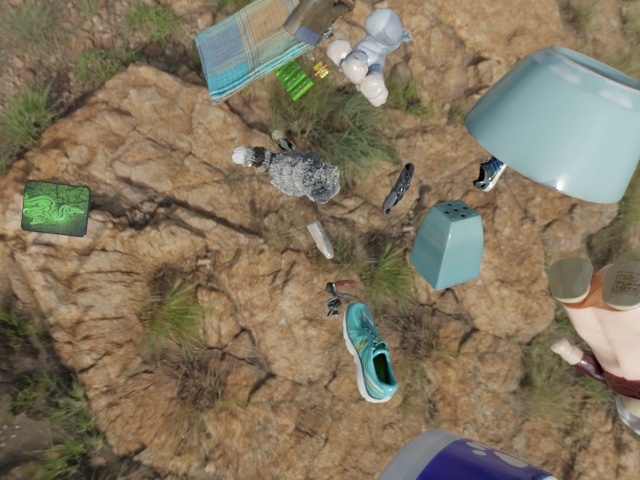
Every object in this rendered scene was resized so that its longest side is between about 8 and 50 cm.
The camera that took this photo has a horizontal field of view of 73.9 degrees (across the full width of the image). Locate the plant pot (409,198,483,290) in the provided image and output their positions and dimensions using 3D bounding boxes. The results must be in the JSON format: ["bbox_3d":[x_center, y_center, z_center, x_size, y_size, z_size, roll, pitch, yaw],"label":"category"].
[{"bbox_3d":[0.404,0.002,1.337,0.166,0.234,0.165,-14,40,-17],"label":"plant pot"}]

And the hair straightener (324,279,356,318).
[{"bbox_3d":[0.047,0.135,0.965,0.047,0.230,0.088,1,86,11],"label":"hair straightener"}]

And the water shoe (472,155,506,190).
[{"bbox_3d":[0.681,-0.295,1.690,0.080,0.073,0.203,19,104,-13],"label":"water shoe"}]

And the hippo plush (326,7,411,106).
[{"bbox_3d":[0.187,-0.588,1.353,0.236,0.294,0.234,-43,85,16],"label":"hippo plush"}]

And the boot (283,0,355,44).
[{"bbox_3d":[-0.006,-0.400,0.738,0.082,0.219,0.106,44,111,-6],"label":"boot"}]

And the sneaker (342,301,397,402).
[{"bbox_3d":[0.141,0.285,1.136,0.107,0.110,0.275,-2,58,-27],"label":"sneaker"}]

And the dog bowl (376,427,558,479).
[{"bbox_3d":[0.118,0.312,0.361,0.265,0.104,0.264,-5,97,-46],"label":"dog bowl"}]

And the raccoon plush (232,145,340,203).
[{"bbox_3d":[-0.131,-0.265,1.777,0.447,0.299,0.215,0,108,-19],"label":"raccoon plush"}]

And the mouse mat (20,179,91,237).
[{"bbox_3d":[-0.778,-0.093,1.250,0.190,0.007,0.152,7,92,-3],"label":"mouse mat"}]

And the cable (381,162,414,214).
[{"bbox_3d":[0.260,-0.173,1.395,0.047,0.184,0.150,30,28,4],"label":"cable"}]

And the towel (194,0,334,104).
[{"bbox_3d":[-0.166,-0.552,1.146,0.371,0.040,0.271,-25,64,14],"label":"towel"}]

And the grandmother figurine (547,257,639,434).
[{"bbox_3d":[0.447,0.168,0.601,0.104,0.208,0.342,-47,120,-18],"label":"grandmother figurine"}]

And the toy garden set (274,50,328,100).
[{"bbox_3d":[-0.081,-0.749,1.892,0.204,0.049,0.244,-38,55,13],"label":"toy garden set"}]

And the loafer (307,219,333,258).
[{"bbox_3d":[0.000,0.000,1.288,0.045,0.039,0.125,-21,86,-61],"label":"loafer"}]

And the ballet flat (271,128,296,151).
[{"bbox_3d":[-0.164,-0.444,2.007,0.073,0.206,0.067,-36,61,12],"label":"ballet flat"}]

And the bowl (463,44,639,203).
[{"bbox_3d":[0.432,-0.222,0.740,0.312,0.163,0.311,14,40,-12],"label":"bowl"}]
